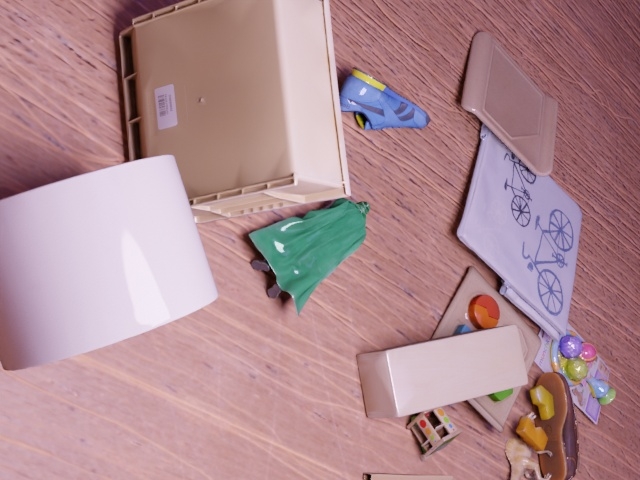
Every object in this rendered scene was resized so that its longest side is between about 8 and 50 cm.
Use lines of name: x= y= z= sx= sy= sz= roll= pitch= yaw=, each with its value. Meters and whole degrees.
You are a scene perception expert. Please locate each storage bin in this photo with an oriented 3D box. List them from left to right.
storage bin: x=-0.117 y=-0.168 z=1.128 sx=0.123 sy=0.260 sz=0.263 roll=4 pitch=79 yaw=-60

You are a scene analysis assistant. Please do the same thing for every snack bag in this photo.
snack bag: x=0.384 y=-0.026 z=1.694 sx=0.342 sy=0.037 sz=0.323 roll=39 pitch=51 yaw=-27

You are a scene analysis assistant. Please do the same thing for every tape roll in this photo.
tape roll: x=-0.251 y=0.020 z=0.967 sx=0.246 sy=0.246 sz=0.169 roll=-22 pitch=97 yaw=-43

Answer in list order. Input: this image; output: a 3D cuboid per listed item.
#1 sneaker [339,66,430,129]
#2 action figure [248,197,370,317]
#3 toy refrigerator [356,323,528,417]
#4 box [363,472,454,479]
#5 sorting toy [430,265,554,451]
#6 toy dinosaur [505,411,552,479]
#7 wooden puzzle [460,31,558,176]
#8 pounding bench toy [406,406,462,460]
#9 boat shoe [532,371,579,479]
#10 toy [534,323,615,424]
sneaker: x=0.103 y=-0.215 z=1.480 sx=0.209 sy=0.069 sz=0.082 roll=18 pitch=102 yaw=-48
action figure: x=0.000 y=0.000 z=1.328 sx=0.232 sy=0.063 sz=0.137 roll=-35 pitch=103 yaw=-37
toy refrigerator: x=0.195 y=0.207 z=1.420 sx=0.269 sy=0.094 sz=0.102 roll=-7 pitch=84 yaw=-32
box: x=0.140 y=0.451 z=1.393 sx=0.201 sy=0.021 sz=0.165 roll=15 pitch=71 yaw=-40
sorting toy: x=0.329 y=0.220 z=1.578 sx=0.307 sy=0.041 sz=0.229 roll=45 pitch=54 yaw=-17
toy dinosaur: x=0.368 y=0.403 z=1.607 sx=0.092 sy=0.053 sz=0.183 roll=37 pitch=50 yaw=-14
wooden puzzle: x=0.366 y=-0.262 z=1.720 sx=0.238 sy=0.044 sz=0.221 roll=35 pitch=50 yaw=-24
pounding bench toy: x=0.173 y=0.310 z=1.436 sx=0.052 sy=0.083 sz=0.065 roll=-12 pitch=58 yaw=-46
boat shoe: x=0.447 y=0.349 z=1.669 sx=0.073 sy=0.073 sz=0.207 roll=2 pitch=87 yaw=-44
toy: x=0.519 y=0.243 z=1.765 sx=0.237 sy=0.056 sz=0.137 roll=46 pitch=52 yaw=-26
